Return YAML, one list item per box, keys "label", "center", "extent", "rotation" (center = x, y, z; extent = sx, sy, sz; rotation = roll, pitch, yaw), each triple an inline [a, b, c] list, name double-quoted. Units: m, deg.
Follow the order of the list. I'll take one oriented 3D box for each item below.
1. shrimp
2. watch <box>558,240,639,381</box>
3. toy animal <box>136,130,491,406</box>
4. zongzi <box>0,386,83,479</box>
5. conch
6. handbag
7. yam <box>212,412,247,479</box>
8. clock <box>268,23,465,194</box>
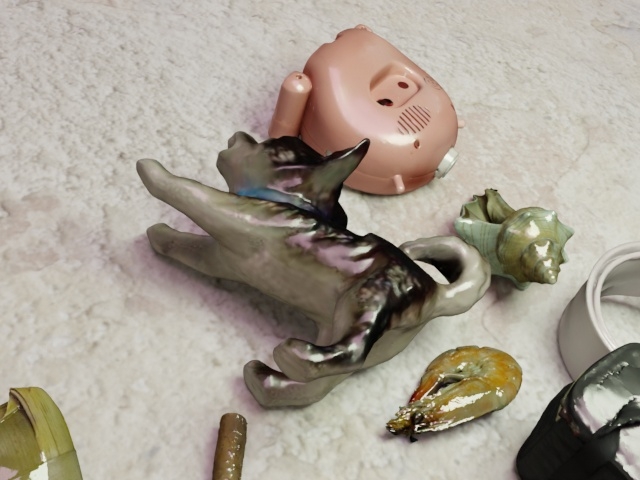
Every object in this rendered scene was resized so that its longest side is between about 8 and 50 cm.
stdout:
- label: "shrimp"
  center: [0.146, 0.169, 0.878]
  extent: [0.190, 0.042, 0.101]
  rotation: [-23, 39, -31]
- label: "watch"
  center: [0.419, 0.111, 0.914]
  extent: [0.231, 0.196, 0.244]
  rotation: [-14, 58, -18]
- label: "toy animal"
  center: [0.000, 0.000, 0.887]
  extent: [0.302, 0.194, 0.344]
  rotation: [-25, 63, -26]
- label: "zongzi"
  center: [-0.281, 0.270, 0.627]
  extent: [0.228, 0.115, 0.256]
  rotation: [-21, 68, -26]
- label: "conch"
  center: [0.233, 0.006, 1.010]
  extent: [0.137, 0.115, 0.234]
  rotation: [-1, 14, -30]
- label: "handbag"
  center: [0.337, 0.233, 0.774]
  extent: [0.181, 0.181, 0.254]
  rotation: [-27, 62, -29]
- label: "yam"
  center: [-0.089, 0.235, 0.754]
  extent: [0.032, 0.032, 0.145]
  rotation: [8, 47, -10]
- label: "clock"
  center: [0.087, -0.175, 1.096]
  extent: [0.241, 0.142, 0.227]
  rotation: [36, 50, 11]
